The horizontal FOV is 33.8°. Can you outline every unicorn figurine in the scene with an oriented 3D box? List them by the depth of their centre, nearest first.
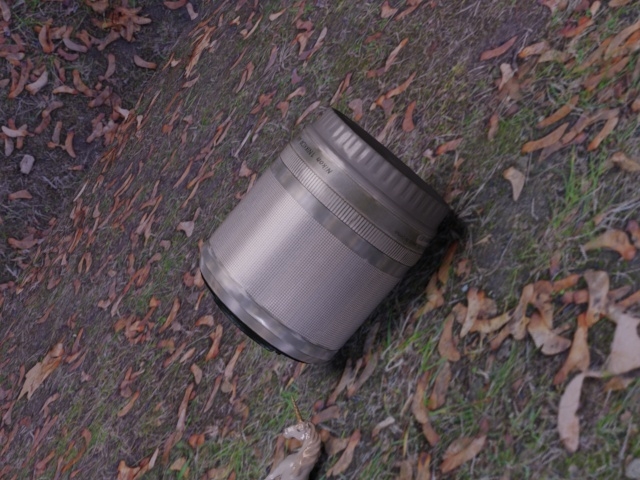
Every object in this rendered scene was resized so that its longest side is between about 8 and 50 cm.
[{"bbox_3d":[-0.039,0.285,1.254,0.111,0.060,0.162,-36,49,31],"label":"unicorn figurine"}]

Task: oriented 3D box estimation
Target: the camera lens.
[{"bbox_3d":[0.000,0.000,1.325,0.274,0.219,0.219,-49,28,9],"label":"camera lens"}]
